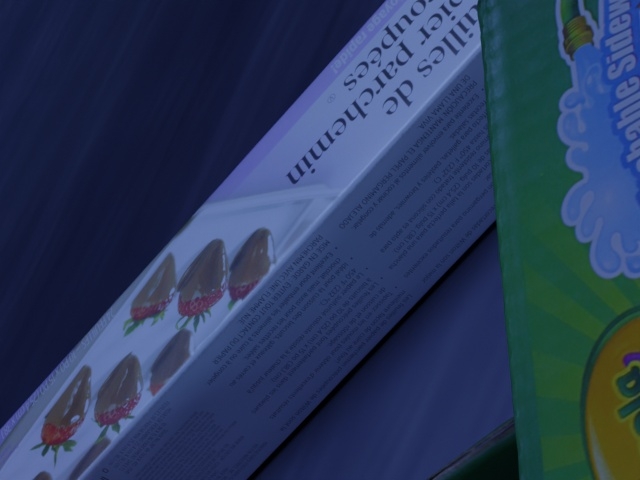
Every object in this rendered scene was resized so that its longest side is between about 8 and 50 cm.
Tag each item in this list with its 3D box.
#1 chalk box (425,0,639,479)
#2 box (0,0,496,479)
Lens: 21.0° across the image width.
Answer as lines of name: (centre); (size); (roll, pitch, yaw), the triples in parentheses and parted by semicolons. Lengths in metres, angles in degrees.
chalk box: (0.153, 0.016, 0.381); (0.289, 0.180, 0.179); (-26, 48, 32)
box: (0.000, 0.000, 0.648); (0.324, 0.067, 0.063); (-48, 39, 13)
